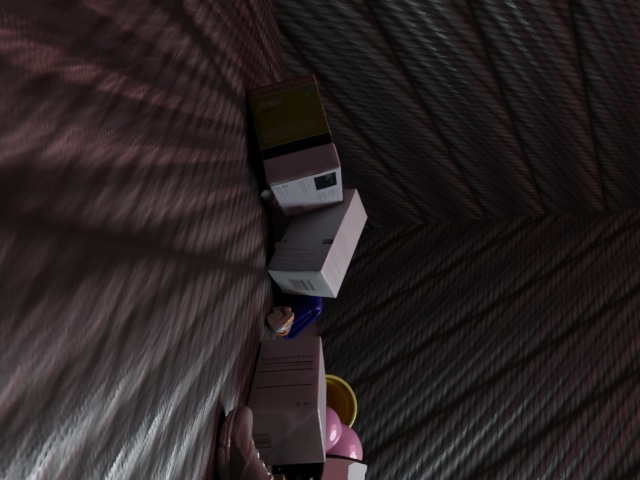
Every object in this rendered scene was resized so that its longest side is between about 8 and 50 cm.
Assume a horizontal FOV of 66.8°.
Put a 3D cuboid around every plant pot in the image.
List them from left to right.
[{"bbox_3d":[-0.013,0.634,1.249,0.167,0.188,0.187,47,45,-37],"label":"plant pot"},{"bbox_3d":[-0.002,0.694,2.021,0.239,0.254,0.253,121,-32,-67],"label":"plant pot"}]

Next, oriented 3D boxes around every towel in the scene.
[{"bbox_3d":[-0.082,0.183,1.778,0.227,0.076,0.308,-48,-149,34],"label":"towel"}]

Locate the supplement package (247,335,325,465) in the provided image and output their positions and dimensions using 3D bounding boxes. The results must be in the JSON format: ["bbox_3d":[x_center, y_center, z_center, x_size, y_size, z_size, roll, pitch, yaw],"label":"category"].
[{"bbox_3d":[-0.079,0.411,1.280,0.293,0.176,0.177,-86,171,-67],"label":"supplement package"}]

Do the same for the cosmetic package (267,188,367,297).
[{"bbox_3d":[0.000,0.000,1.702,0.156,0.218,0.384,62,39,-43],"label":"cosmetic package"}]

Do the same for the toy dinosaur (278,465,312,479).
[{"bbox_3d":[-0.066,0.741,1.464,0.218,0.165,0.321,-125,-164,-65],"label":"toy dinosaur"}]

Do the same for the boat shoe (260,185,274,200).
[{"bbox_3d":[-0.171,-0.160,1.597,0.125,0.046,0.038,86,0,-81],"label":"boat shoe"}]

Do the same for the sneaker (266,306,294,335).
[{"bbox_3d":[-0.125,0.270,1.567,0.215,0.084,0.083,-66,156,-86],"label":"sneaker"}]

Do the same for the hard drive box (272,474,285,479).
[{"bbox_3d":[-0.114,0.665,1.073,0.181,0.089,0.232,-89,175,-55],"label":"hard drive box"}]

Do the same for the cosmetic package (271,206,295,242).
[{"bbox_3d":[-0.125,-0.067,1.885,0.238,0.107,0.127,-97,-177,-84],"label":"cosmetic package"}]

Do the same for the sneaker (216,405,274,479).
[{"bbox_3d":[-0.124,0.430,0.878,0.099,0.121,0.262,84,3,-51],"label":"sneaker"}]

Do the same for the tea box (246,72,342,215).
[{"bbox_3d":[-0.072,-0.292,1.566,0.329,0.220,0.323,75,1,-76],"label":"tea box"}]

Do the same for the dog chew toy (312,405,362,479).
[{"bbox_3d":[-0.008,0.638,1.590,0.331,0.207,0.206,56,9,-11],"label":"dog chew toy"}]
